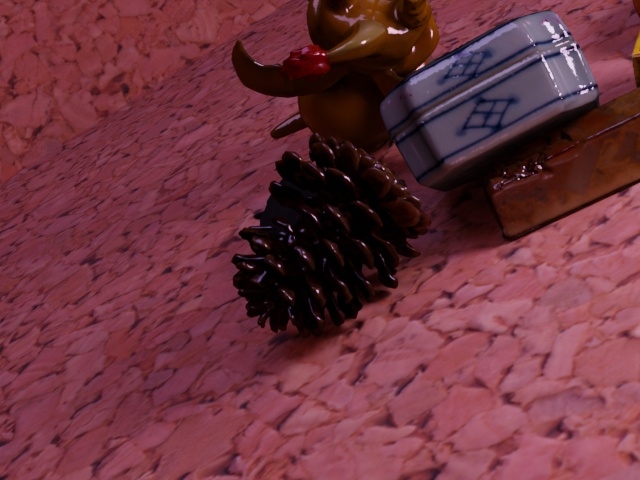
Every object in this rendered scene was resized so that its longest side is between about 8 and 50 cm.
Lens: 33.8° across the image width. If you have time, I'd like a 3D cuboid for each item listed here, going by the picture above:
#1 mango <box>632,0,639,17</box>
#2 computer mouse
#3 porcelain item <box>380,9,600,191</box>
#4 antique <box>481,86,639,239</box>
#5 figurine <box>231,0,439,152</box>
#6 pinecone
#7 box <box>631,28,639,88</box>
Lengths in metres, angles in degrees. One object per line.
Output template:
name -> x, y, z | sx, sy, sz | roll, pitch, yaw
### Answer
mango -> 0.618, -0.445, 1.774 | 0.187, 0.138, 0.257 | -6, 35, 17
computer mouse -> 0.002, -0.047, 1.690 | 0.264, 0.088, 0.147 | -6, 48, 39
porcelain item -> 0.242, -0.195, 1.503 | 0.286, 0.157, 0.281 | -28, -6, 15
antique -> 0.367, -0.113, 1.424 | 0.310, 0.093, 0.087 | -26, 24, 7
figurine -> 0.047, -0.292, 1.784 | 0.401, 0.387, 0.268 | -2, 62, -6
pinecone -> -0.002, -0.001, 1.422 | 0.292, 0.246, 0.246 | -48, 29, -22
box -> 0.608, -0.289, 1.489 | 0.301, 0.084, 0.193 | -4, 33, 28
